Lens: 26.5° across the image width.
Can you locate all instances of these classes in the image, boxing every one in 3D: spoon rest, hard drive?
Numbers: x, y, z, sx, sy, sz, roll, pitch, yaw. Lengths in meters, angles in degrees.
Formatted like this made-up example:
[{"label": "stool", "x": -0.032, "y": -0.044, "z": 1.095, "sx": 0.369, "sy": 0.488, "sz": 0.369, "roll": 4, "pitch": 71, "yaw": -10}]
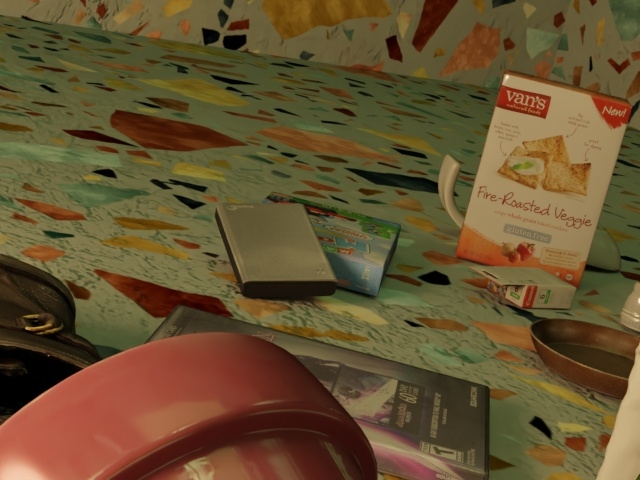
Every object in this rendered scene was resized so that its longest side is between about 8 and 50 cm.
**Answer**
[{"label": "spoon rest", "x": 0.272, "y": -0.020, "z": 1.788, "sx": 0.276, "sy": 0.084, "sz": 0.137, "roll": 24, "pitch": 13, "yaw": -13}, {"label": "hard drive", "x": -0.046, "y": 0.008, "z": 1.349, "sx": 0.094, "sy": 0.022, "sz": 0.135, "roll": -1, "pitch": 35, "yaw": -18}]

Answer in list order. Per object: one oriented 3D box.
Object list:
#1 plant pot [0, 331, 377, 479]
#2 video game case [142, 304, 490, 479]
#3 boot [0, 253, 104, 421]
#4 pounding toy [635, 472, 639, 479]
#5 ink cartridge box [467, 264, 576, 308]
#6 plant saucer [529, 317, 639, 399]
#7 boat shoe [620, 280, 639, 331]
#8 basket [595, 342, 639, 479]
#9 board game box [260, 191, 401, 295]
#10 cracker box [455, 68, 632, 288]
[{"label": "plant pot", "x": -0.035, "y": 0.166, "z": 0.533, "sx": 0.201, "sy": 0.201, "sz": 0.180, "roll": 0, "pitch": 34, "yaw": -43}, {"label": "video game case", "x": -0.004, "y": 0.118, "z": 1.054, "sx": 0.274, "sy": 0.026, "sz": 0.196, "roll": 15, "pitch": 14, "yaw": 4}, {"label": "boot", "x": -0.255, "y": 0.053, "z": 0.894, "sx": 0.263, "sy": 0.091, "sz": 0.229, "roll": 11, "pitch": 8, "yaw": -18}, {"label": "pounding toy", "x": 0.227, "y": 0.235, "z": 0.713, "sx": 0.237, "sy": 0.110, "sz": 0.183, "roll": 44, "pitch": 5, "yaw": 3}, {"label": "ink cartridge box", "x": 0.223, "y": 0.052, "z": 1.518, "sx": 0.115, "sy": 0.029, "sz": 0.063, "roll": 2, "pitch": 18, "yaw": -35}, {"label": "plant saucer", "x": 0.281, "y": 0.118, "z": 1.314, "sx": 0.168, "sy": 0.029, "sz": 0.168, "roll": 12, "pitch": 15, "yaw": -3}, {"label": "boat shoe", "x": 0.409, "y": 0.068, "z": 1.559, "sx": 0.184, "sy": 0.063, "sz": 0.066, "roll": 1, "pitch": 18, "yaw": -40}, {"label": "basket", "x": 0.373, "y": 0.043, "z": 0.928, "sx": 0.266, "sy": 0.328, "sz": 0.331, "roll": 21, "pitch": 39, "yaw": 18}, {"label": "board game box", "x": 0.000, "y": 0.000, "z": 1.490, "sx": 0.160, "sy": 0.039, "sz": 0.211, "roll": 15, "pitch": 15, "yaw": 5}, {"label": "cracker box", "x": 0.266, "y": -0.075, "z": 1.635, "sx": 0.156, "sy": 0.232, "sz": 0.067, "roll": 14, "pitch": 14, "yaw": 5}]
